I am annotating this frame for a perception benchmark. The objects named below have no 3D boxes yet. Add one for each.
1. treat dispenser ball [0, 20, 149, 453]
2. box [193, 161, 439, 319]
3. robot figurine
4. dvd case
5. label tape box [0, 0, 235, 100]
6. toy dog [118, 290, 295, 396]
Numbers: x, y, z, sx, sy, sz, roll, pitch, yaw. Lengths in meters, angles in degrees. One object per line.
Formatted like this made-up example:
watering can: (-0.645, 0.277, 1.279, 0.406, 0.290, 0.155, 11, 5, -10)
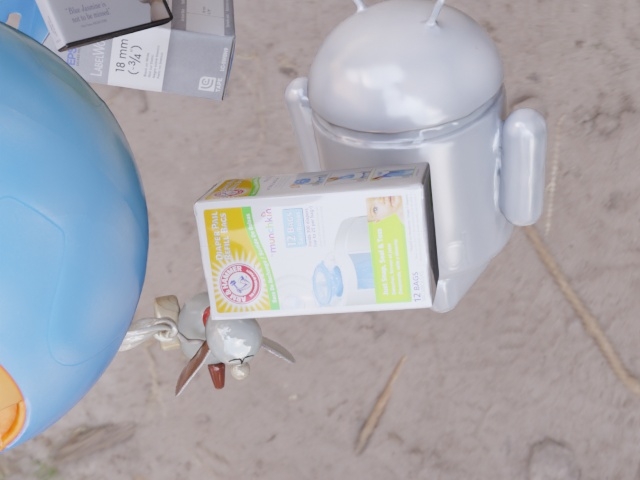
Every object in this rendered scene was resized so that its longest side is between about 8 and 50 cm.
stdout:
treat dispenser ball: (-0.251, -0.001, 0.738, 0.288, 0.288, 0.288, 4, 101, 20)
box: (0.000, 0.000, 1.081, 0.203, 0.103, 0.114, -4, 104, 10)
robot figurine: (0.098, -0.098, 1.245, 0.299, 0.200, 0.354, 10, 128, 29)
dvd case: (-0.284, -0.355, 1.391, 0.022, 0.180, 0.253, -19, 96, 42)
label tape box: (-0.288, -0.314, 1.625, 0.333, 0.241, 0.106, 6, 128, -11)
toy dog: (-0.147, 0.157, 1.696, 0.220, 0.334, 0.161, -11, 98, 8)
